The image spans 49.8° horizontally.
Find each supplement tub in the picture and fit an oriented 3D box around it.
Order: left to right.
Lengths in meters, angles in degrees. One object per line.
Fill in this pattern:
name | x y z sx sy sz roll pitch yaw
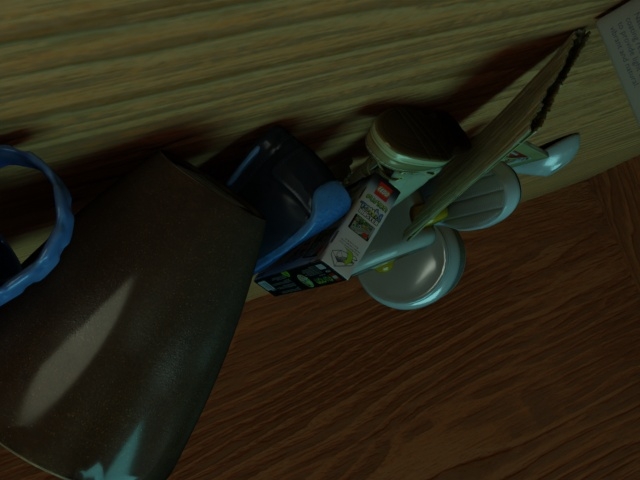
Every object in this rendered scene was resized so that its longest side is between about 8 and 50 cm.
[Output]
supplement tub | 0.208 0.037 1.594 0.235 0.235 0.325 -23 173 14

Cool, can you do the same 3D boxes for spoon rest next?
spoon rest | 0.466 -0.160 1.569 0.276 0.084 0.137 -39 168 25

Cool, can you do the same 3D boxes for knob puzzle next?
knob puzzle | 0.263 -0.141 1.164 0.213 0.030 0.213 -7 171 -1

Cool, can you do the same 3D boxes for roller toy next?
roller toy | 0.081 -0.019 1.099 0.209 0.146 0.191 -19 174 -19

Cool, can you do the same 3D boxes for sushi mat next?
sushi mat | 0.191 -0.107 0.812 0.151 0.019 0.316 -58 -177 -25

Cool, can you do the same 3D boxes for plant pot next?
plant pot | -0.154 0.047 0.586 0.230 0.215 0.215 -56 170 3

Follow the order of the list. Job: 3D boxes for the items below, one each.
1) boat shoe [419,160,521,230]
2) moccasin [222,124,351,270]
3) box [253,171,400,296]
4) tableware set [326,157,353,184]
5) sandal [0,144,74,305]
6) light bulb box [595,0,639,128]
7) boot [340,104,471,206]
boat shoe | 0.233 -0.081 1.134 0.119 0.121 0.335 -11 -176 -22
moccasin | -0.101 -0.012 0.747 0.342 0.117 0.138 -32 180 39
box | 0.000 0.000 0.766 0.114 0.036 0.207 -57 -165 -20
tableware set | 0.051 -0.065 0.925 0.141 0.020 0.168 -19 147 -20
sandal | -0.265 0.034 0.470 0.317 0.126 0.138 -34 174 41
light bulb box | 0.537 -0.204 0.666 0.358 0.225 0.361 -15 172 -44
boot | 0.071 -0.076 0.790 0.165 0.077 0.213 -38 170 29
